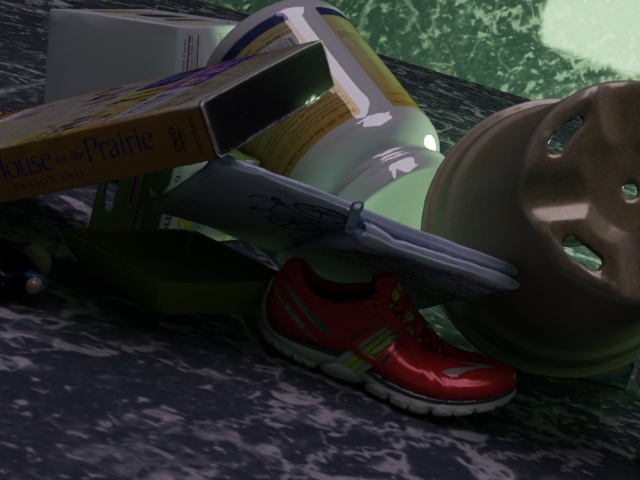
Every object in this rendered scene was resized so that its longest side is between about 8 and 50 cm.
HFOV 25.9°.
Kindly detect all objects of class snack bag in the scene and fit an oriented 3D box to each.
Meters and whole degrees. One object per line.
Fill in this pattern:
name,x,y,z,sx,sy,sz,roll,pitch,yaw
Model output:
snack bag,0.000,0.000,1.477,0.342,0.037,0.323,21,-12,-15

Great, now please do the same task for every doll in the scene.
doll,-0.331,0.027,1.355,0.129,0.046,0.189,26,19,25

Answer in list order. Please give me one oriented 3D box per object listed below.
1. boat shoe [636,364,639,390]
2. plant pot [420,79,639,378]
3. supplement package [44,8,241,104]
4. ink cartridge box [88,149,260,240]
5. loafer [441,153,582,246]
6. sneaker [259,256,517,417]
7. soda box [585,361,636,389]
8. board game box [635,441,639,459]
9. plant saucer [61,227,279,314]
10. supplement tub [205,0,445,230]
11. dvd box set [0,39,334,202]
boat shoe,0.536,0.151,1.661,0.335,0.119,0.121,-1,50,-32
plant pot,0.293,-0.025,1.483,0.333,0.334,0.305,17,-9,-1
supplement package,-0.230,-0.215,1.933,0.199,0.198,0.262,11,13,21
ink cartridge box,-0.174,-0.055,1.677,0.062,0.109,0.209,27,19,34
loafer,0.276,-0.056,2.164,0.319,0.112,0.111,16,19,23
sneaker,0.073,0.094,1.418,0.279,0.118,0.107,19,18,7
soda box,0.283,0.120,1.660,0.183,0.058,0.063,15,16,-6
board game box,0.441,0.185,1.308,0.097,0.224,0.303,14,16,-20
plant saucer,-0.156,0.035,1.487,0.188,0.045,0.188,0,18,-45
supplement tub,0.011,-0.135,1.795,0.228,0.228,0.316,-1,47,-47
dvd box set,-0.230,-0.114,1.465,0.420,0.062,0.307,-10,14,24
